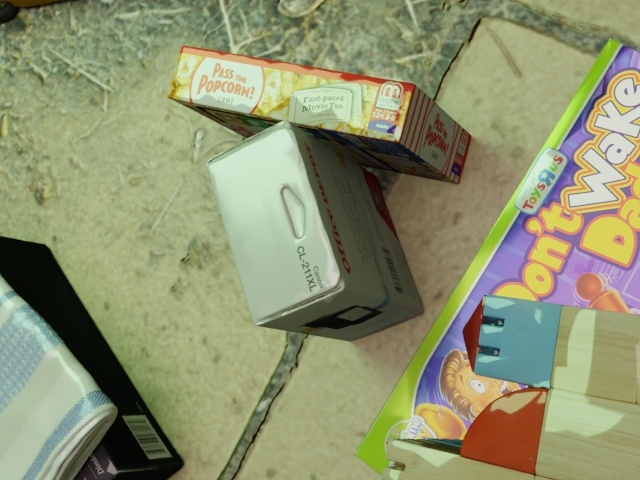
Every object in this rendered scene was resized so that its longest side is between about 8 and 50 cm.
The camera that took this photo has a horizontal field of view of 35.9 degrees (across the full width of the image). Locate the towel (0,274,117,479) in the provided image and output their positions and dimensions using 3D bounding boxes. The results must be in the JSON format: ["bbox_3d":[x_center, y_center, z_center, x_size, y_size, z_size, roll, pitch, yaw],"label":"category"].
[{"bbox_3d":[-0.309,0.128,0.818,0.285,0.034,0.209,41,98,25],"label":"towel"}]

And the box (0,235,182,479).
[{"bbox_3d":[-0.274,0.151,0.873,0.184,0.103,0.261,-44,67,14],"label":"box"}]

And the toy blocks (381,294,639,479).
[{"bbox_3d":[0.147,0.184,0.568,0.261,0.191,0.381,7,85,36],"label":"toy blocks"}]

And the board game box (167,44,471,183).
[{"bbox_3d":[0.002,-0.095,0.765,0.193,0.147,0.045,14,87,25],"label":"board game box"}]

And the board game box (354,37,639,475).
[{"bbox_3d":[0.213,0.070,0.681,0.233,0.078,0.347,33,95,25],"label":"board game box"}]

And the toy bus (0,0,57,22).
[{"bbox_3d":[-0.242,-0.300,0.929,0.333,0.108,0.130,-3,79,23],"label":"toy bus"}]

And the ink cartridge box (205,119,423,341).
[{"bbox_3d":[0.000,0.000,0.733,0.072,0.175,0.127,-24,72,18],"label":"ink cartridge box"}]
